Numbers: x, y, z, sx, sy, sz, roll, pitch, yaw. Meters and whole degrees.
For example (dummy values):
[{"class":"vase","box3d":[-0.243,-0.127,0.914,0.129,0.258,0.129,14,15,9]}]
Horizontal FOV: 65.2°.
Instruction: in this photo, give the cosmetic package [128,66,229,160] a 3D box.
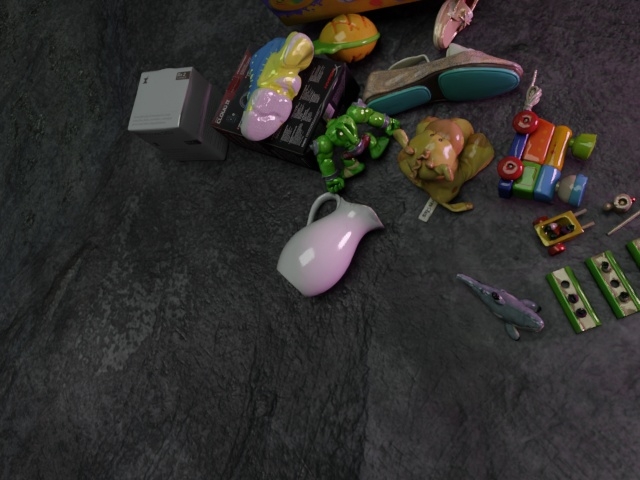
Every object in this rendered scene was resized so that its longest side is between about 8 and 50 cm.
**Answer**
[{"class":"cosmetic package","box3d":[-0.322,-0.292,1.185,0.152,0.184,0.151,2,76,25]}]

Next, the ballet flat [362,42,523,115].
[{"class":"ballet flat","box3d":[0.233,-0.334,1.002,0.316,0.107,0.106,-5,67,21]}]

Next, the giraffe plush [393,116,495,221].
[{"class":"giraffe plush","box3d":[0.210,-0.155,0.920,0.182,0.170,0.210,12,81,26]}]

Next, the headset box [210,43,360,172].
[{"class":"headset box","box3d":[-0.092,-0.305,1.129,0.293,0.110,0.218,21,84,27]}]

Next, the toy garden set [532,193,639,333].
[{"class":"toy garden set","box3d":[0.491,0.013,0.818,0.244,0.049,0.203,-26,67,15]}]

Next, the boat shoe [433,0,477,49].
[{"class":"boat shoe","box3d":[0.288,-0.472,1.036,0.059,0.063,0.170,22,84,33]}]

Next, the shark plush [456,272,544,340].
[{"class":"shark plush","box3d":[0.313,0.098,0.862,0.073,0.067,0.161,-44,63,7]}]

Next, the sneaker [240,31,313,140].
[{"class":"sneaker","box3d":[-0.109,-0.321,1.043,0.126,0.091,0.240,31,88,46]}]

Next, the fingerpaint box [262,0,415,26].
[{"class":"fingerpaint box","box3d":[0.098,-0.686,1.037,0.445,0.163,0.370,0,82,27]}]

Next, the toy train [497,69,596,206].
[{"class":"toy train","box3d":[0.413,-0.183,0.879,0.144,0.105,0.247,18,83,24]}]

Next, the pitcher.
[{"class":"pitcher","box3d":[0.000,0.000,1.010,0.207,0.125,0.178,-47,42,-6]}]

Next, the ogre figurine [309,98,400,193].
[{"class":"ogre figurine","box3d":[0.064,-0.202,1.019,0.197,0.118,0.096,-33,35,17]}]

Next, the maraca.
[{"class":"maraca","box3d":[0.045,-0.435,1.089,0.186,0.099,0.127,-28,36,-27]}]
